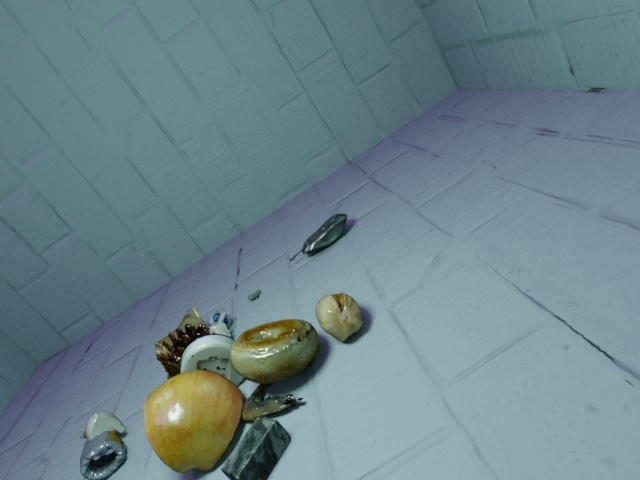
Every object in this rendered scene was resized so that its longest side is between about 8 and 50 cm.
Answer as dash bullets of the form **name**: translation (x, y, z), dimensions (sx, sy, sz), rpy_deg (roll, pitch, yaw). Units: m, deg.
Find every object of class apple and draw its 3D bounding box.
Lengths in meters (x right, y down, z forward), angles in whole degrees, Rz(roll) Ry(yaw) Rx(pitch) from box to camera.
- **apple**: translation (-0.412, 0.580, 1.434), dimensions (0.314, 0.252, 0.309), rpy_deg (2, 7, -14)

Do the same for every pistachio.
- **pistachio**: translation (0.060, 0.257, 1.529), dimensions (0.157, 0.157, 0.229), rpy_deg (-37, 15, -6)

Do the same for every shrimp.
- **shrimp**: translation (-0.145, 0.489, 1.437), dimensions (0.262, 0.051, 0.198), rpy_deg (-26, 21, 29)

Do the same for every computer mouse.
- **computer mouse**: translation (0.000, 0.000, 2.267), dimensions (0.379, 0.090, 0.167), rpy_deg (-39, 14, 4)

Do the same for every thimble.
- **thimble**: translation (-0.809, 0.801, 1.640), dimensions (0.151, 0.127, 0.118), rpy_deg (-41, 23, -15)

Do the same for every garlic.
- **garlic**: translation (-0.626, 0.446, 2.076), dimensions (0.151, 0.196, 0.338), rpy_deg (-3, 31, 28)

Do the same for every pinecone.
- **pinecone**: translation (-0.536, 0.455, 1.807), dimensions (0.264, 0.264, 0.264), rpy_deg (-30, 21, 12)

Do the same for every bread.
- **bread**: translation (-0.151, 0.376, 1.489), dimensions (0.305, 0.159, 0.305), rpy_deg (-13, 8, 2)

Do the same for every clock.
- **clock**: translation (-0.392, 0.460, 1.617), dimensions (0.230, 0.230, 0.083), rpy_deg (-36, 21, -3)

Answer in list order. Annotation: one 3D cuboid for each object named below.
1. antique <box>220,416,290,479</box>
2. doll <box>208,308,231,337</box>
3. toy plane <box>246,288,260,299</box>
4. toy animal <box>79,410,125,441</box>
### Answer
- **antique**: translation (-0.171, 0.582, 1.213), dimensions (0.086, 0.088, 0.183), rpy_deg (-11, 30, 46)
- **doll**: translation (-0.472, 0.404, 2.034), dimensions (0.138, 0.119, 0.293), rpy_deg (-59, 18, 9)
- **toy plane**: translation (-0.332, 0.277, 2.226), dimensions (0.083, 0.033, 0.080), rpy_deg (-37, 18, -27)
- **toy animal**: translation (-0.914, 0.794, 1.842), dimensions (0.140, 0.138, 0.282), rpy_deg (-41, -4, -40)
